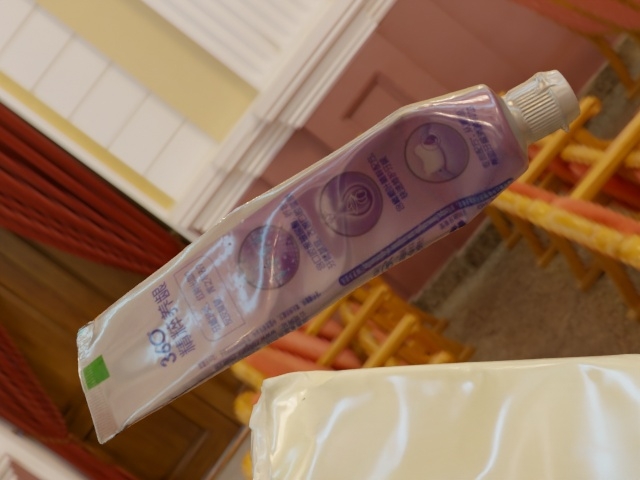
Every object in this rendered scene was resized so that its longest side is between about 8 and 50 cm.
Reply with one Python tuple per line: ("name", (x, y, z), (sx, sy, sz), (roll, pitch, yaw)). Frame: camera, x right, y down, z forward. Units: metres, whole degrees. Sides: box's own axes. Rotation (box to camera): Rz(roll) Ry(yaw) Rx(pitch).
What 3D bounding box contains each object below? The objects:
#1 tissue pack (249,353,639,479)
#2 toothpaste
("tissue pack", (0.145, 0.216, 0.599), (0.207, 0.380, 0.297), (-99, 11, -45))
("toothpaste", (0.000, 0.000, 0.572), (0.301, 0.075, 0.048), (-31, -13, 4))
